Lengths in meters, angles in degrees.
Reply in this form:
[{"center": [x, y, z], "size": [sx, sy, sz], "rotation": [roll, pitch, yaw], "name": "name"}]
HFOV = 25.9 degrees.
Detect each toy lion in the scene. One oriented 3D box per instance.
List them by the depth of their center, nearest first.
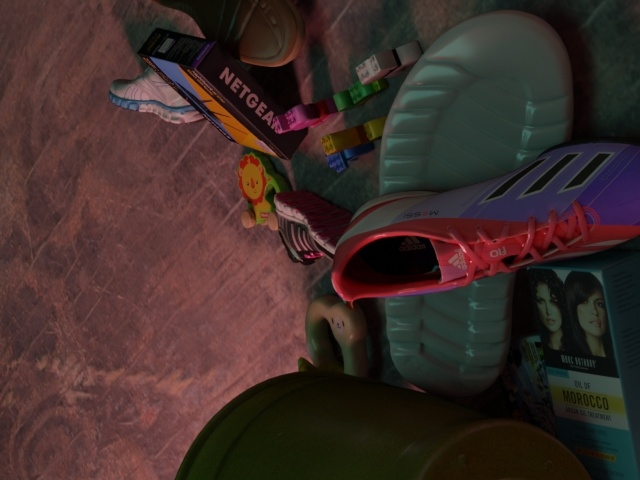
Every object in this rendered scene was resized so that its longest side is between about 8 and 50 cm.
[{"center": [-0.071, -0.063, 1.735], "size": [0.100, 0.034, 0.096], "rotation": [6, 104, 55], "name": "toy lion"}]

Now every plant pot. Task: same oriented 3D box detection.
[{"center": [0.083, 0.296, 1.355], "size": [0.353, 0.366, 0.366], "rotation": [-18, 90, 60], "name": "plant pot"}]

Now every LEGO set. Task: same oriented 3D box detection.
[{"center": [0.024, -0.127, 1.493], "size": [0.227, 0.093, 0.087], "rotation": [-28, 82, 58], "name": "LEGO set"}]

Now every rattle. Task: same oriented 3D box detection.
[{"center": [-0.013, 0.111, 1.636], "size": [0.199, 0.143, 0.130], "rotation": [105, 158, -53], "name": "rattle"}]

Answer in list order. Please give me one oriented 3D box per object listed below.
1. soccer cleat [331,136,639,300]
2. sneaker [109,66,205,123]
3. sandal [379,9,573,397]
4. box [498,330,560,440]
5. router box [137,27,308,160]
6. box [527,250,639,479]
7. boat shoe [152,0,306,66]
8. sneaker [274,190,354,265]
[{"center": [0.158, -0.007, 1.220], "size": [0.318, 0.116, 0.108], "rotation": [-12, 111, 26], "name": "soccer cleat"}, {"center": [-0.214, -0.210, 1.849], "size": [0.191, 0.071, 0.083], "rotation": [16, 113, 43], "name": "sneaker"}, {"center": [0.138, -0.038, 1.345], "size": [0.169, 0.102, 0.416], "rotation": [16, 121, 9], "name": "sandal"}, {"center": [0.225, 0.159, 1.397], "size": [0.094, 0.027, 0.137], "rotation": [-15, 93, 57], "name": "box"}, {"center": [-0.115, -0.173, 1.632], "size": [0.133, 0.046, 0.179], "rotation": [21, 163, 51], "name": "router box"}, {"center": [0.266, 0.132, 1.290], "size": [0.100, 0.060, 0.244], "rotation": [3, 109, 56], "name": "box"}, {"center": [-0.102, -0.282, 1.631], "size": [0.285, 0.089, 0.104], "rotation": [39, 110, 37], "name": "boat shoe"}, {"center": [0.000, 0.000, 1.628], "size": [0.170, 0.063, 0.074], "rotation": [34, 133, 51], "name": "sneaker"}]
